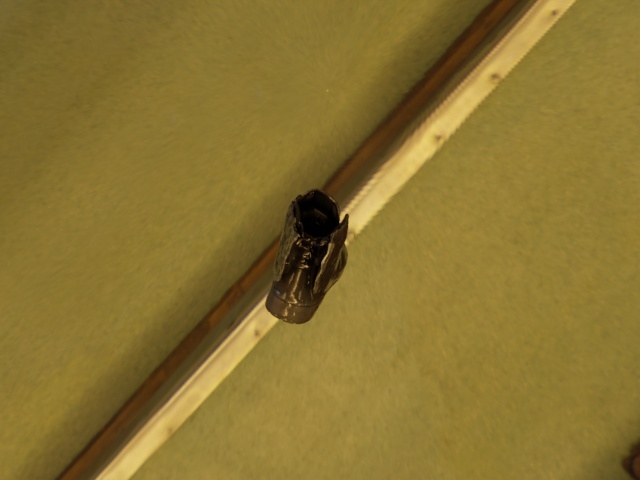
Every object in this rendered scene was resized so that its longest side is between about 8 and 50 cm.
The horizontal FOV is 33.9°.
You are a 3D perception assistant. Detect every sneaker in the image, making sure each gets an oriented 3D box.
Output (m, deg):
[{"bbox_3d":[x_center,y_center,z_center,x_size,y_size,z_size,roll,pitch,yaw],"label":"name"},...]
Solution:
[{"bbox_3d":[-0.003,-0.001,0.771,0.051,0.170,0.089,19,118,3],"label":"sneaker"}]
